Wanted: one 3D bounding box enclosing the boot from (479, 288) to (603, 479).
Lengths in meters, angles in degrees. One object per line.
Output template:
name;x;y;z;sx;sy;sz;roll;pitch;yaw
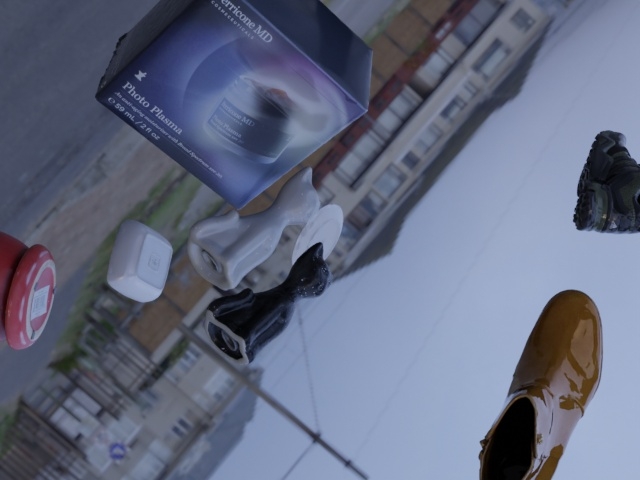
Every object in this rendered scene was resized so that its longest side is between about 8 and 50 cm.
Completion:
boot;0.277;0.191;1.196;0.211;0.104;0.295;30;76;-66

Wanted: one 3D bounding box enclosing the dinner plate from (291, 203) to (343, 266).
dinner plate;0.000;0.000;1.720;0.141;0.017;0.141;-39;147;-32

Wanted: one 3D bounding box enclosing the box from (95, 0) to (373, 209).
box;-0.126;-0.253;1.465;0.294;0.296;0.183;-36;-150;31

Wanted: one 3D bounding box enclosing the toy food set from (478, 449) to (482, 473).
toy food set;0.263;0.296;1.431;0.122;0.019;0.078;-50;154;-20

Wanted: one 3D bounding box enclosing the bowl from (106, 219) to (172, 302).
bowl;-0.339;0.041;1.857;0.053;0.142;0.142;1;-111;29

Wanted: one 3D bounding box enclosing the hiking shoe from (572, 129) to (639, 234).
hiking shoe;0.414;-0.071;1.321;0.227;0.114;0.086;-61;166;-49

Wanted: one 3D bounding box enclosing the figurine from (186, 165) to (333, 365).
figurine;-0.065;0.026;1.297;0.209;0.092;0.215;-36;135;-33

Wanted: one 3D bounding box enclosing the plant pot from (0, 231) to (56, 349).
plant pot;-0.519;0.072;1.514;0.191;0.174;0.191;9;90;-89
